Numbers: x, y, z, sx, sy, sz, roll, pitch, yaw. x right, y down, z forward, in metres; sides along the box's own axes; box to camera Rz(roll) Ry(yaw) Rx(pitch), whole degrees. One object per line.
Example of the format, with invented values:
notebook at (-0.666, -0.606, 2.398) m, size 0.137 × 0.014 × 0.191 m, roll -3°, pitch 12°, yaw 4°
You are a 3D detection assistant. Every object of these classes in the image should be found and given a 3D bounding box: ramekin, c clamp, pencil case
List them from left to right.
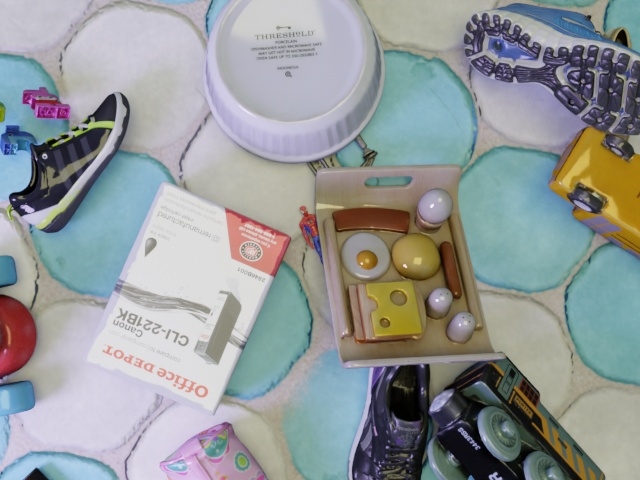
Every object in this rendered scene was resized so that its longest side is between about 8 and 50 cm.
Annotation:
pencil case at (-0.106, 0.396, 1.364) m, size 0.124 × 0.124 × 0.284 m, roll -29°, pitch 88°, yaw -6°
ramekin at (-0.039, -0.252, 1.400) m, size 0.273 × 0.127 × 0.273 m, roll 0°, pitch 84°, yaw 1°
c clamp at (0.028, -0.160, 1.464) m, size 0.137 × 0.022 × 0.161 m, roll -28°, pitch 88°, yaw -6°

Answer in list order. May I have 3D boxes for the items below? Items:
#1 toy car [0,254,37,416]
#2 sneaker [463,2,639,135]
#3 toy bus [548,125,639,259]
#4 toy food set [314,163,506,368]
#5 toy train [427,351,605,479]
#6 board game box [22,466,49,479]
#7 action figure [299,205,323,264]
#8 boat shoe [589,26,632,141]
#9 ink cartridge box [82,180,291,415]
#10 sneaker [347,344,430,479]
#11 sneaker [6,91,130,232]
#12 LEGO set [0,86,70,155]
toy car at (-0.495, 0.134, 1.289) m, size 0.210 × 0.238 × 0.219 m, roll -8°, pitch 86°, yaw -5°
sneaker at (0.377, -0.266, 1.409) m, size 0.330 × 0.130 × 0.147 m, roll 31°, pitch 47°, yaw 22°
toy bus at (0.489, -0.032, 1.439) m, size 0.332 × 0.130 × 0.108 m, roll 32°, pitch 85°, yaw -2°
toy food set at (0.120, 0.033, 1.370) m, size 0.219 × 0.092 × 0.306 m, roll -3°, pitch 61°, yaw -11°
toy train at (0.289, 0.312, 1.374) m, size 0.334 × 0.190 × 0.142 m, roll 47°, pitch 128°, yaw -4°
board game box at (-0.428, 0.438, 1.309) m, size 0.136 × 0.030 × 0.259 m, roll 48°, pitch 49°, yaw -2°
action figure at (0.000, 0.000, 1.448) m, size 0.038 × 0.030 × 0.115 m, roll -29°, pitch 86°, yaw -3°
boat shoe at (0.440, -0.225, 1.478) m, size 0.068 × 0.072 × 0.190 m, roll -2°, pitch 86°, yaw -5°
ink cartridge box at (-0.184, 0.083, 1.381) m, size 0.197 × 0.114 × 0.273 m, roll 23°, pitch 85°, yaw -3°
sneaker at (0.101, 0.281, 1.386) m, size 0.107 × 0.124 × 0.283 m, roll 4°, pitch 86°, yaw -4°
sneaker at (-0.356, -0.120, 1.383) m, size 0.097 × 0.084 × 0.235 m, roll 34°, pitch 83°, yaw -27°
LEGO set at (-0.482, -0.172, 1.389) m, size 0.227 × 0.093 × 0.087 m, roll -2°, pitch 123°, yaw -31°
